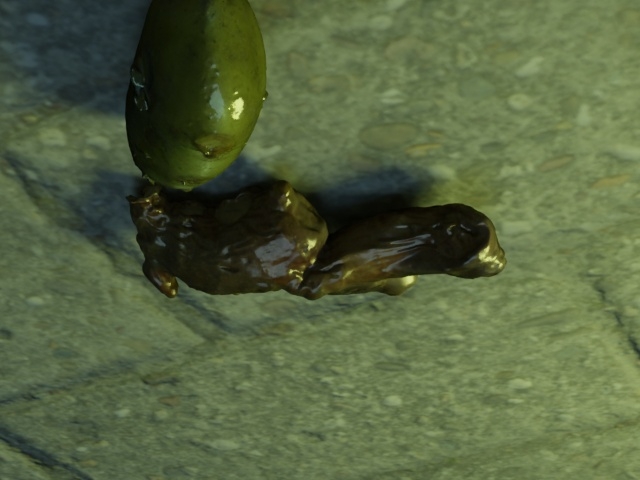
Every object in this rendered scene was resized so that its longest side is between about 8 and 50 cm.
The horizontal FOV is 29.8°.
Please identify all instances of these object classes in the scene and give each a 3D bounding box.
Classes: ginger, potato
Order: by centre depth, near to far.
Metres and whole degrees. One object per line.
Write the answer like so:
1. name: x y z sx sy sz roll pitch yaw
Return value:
1. potato: -0.086 -0.093 0.777 0.085 0.105 0.188 -7 161 -20
2. ginger: -0.002 0.000 0.934 0.290 0.084 0.122 2 123 5
